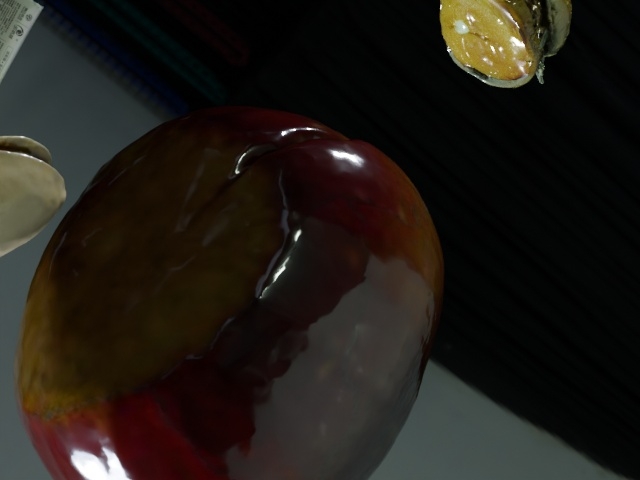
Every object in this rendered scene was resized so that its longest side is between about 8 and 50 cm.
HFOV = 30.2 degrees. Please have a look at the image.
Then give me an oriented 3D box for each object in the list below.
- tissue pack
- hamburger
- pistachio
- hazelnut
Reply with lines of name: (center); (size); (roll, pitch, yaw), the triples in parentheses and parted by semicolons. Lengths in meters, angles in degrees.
tissue pack: (-0.467, -0.281, 1.624); (0.149, 0.106, 0.099); (-62, 27, -7)
hamburger: (0.227, -0.272, 1.428); (0.113, 0.185, 0.177); (-44, 16, -22)
pistachio: (-0.524, -0.059, 1.701); (0.318, 0.193, 0.214); (-22, -35, -28)
hazelnut: (-0.091, 0.082, 1.126); (0.429, 0.402, 0.402); (-66, 14, -14)
